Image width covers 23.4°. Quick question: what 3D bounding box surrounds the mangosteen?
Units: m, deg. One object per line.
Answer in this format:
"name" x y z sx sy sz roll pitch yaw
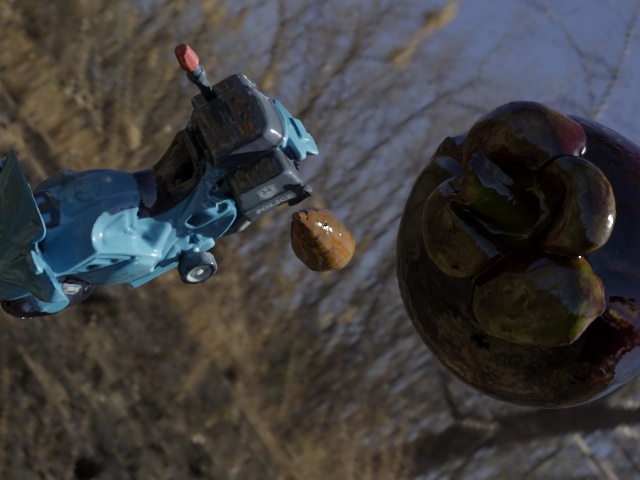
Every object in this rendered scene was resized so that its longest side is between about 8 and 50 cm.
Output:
"mangosteen" 0.213 0.008 1.529 0.307 0.307 0.347 52 2 25

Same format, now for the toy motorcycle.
"toy motorcycle" -0.137 -0.031 1.135 0.124 0.272 0.182 63 3 28

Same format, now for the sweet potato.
"sweet potato" 0.000 0.000 0.850 0.034 0.034 0.095 53 4 15
